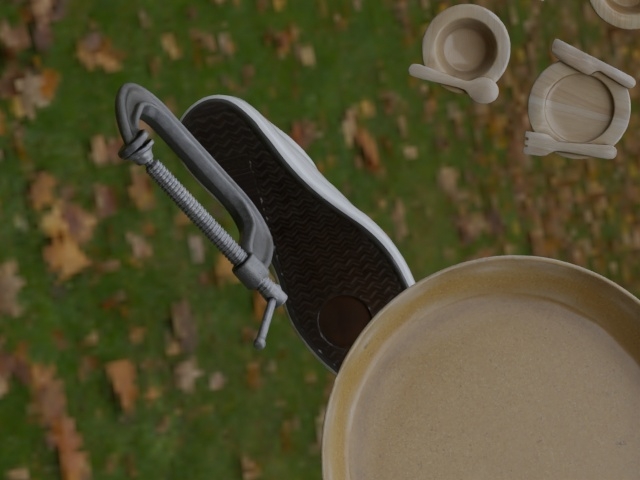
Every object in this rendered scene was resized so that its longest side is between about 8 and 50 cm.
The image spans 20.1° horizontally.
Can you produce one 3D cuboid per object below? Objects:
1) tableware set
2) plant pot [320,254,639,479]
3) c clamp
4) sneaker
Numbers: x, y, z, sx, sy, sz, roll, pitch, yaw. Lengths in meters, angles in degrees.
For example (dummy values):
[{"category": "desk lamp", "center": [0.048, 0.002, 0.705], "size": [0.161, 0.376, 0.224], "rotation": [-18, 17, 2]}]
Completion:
[{"category": "tableware set", "center": [0.143, -0.138, 1.118], "size": [0.020, 0.141, 0.168], "rotation": [-91, -157, -86]}, {"category": "plant pot", "center": [0.115, 0.128, 1.068], "size": [0.032, 0.236, 0.236], "rotation": [133, -50, -80]}, {"category": "c clamp", "center": [-0.070, -0.025, 1.068], "size": [0.160, 0.022, 0.137], "rotation": [49, 19, -10]}, {"category": "sneaker", "center": [0.000, 0.000, 1.484], "size": [0.290, 0.106, 0.123], "rotation": [55, 9, 4]}]
